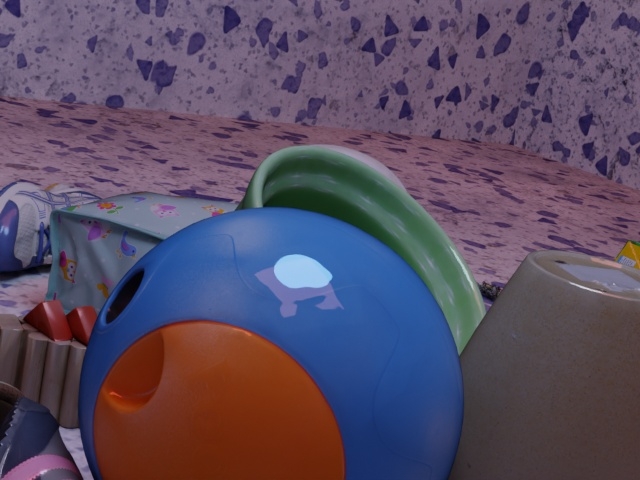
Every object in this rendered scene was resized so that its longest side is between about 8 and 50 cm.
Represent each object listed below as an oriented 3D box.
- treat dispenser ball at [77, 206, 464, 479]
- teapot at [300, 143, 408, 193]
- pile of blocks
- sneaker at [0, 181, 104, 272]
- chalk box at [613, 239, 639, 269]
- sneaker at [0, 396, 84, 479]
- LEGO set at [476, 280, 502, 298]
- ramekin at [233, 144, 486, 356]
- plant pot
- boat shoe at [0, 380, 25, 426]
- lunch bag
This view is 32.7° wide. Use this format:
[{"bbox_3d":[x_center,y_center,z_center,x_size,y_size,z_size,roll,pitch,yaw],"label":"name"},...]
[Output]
[{"bbox_3d":[-0.036,0.118,0.828,0.288,0.288,0.288,11,14,-3],"label":"treat dispenser ball"},{"bbox_3d":[0.000,0.000,1.557,0.256,0.187,0.252,34,48,16],"label":"teapot"},{"bbox_3d":[-0.281,0.098,1.067,0.362,0.112,0.149,14,14,7],"label":"pile of blocks"},{"bbox_3d":[-0.344,-0.018,1.467,0.131,0.112,0.296,15,15,10],"label":"sneaker"},{"bbox_3d":[0.481,0.119,1.496,0.213,0.132,0.132,39,-5,-38],"label":"chalk box"},{"bbox_3d":[-0.185,0.218,0.749,0.131,0.112,0.319,25,13,-18],"label":"sneaker"},{"bbox_3d":[0.277,0.084,1.773,0.054,0.023,0.083,20,3,23],"label":"LEGO set"},{"bbox_3d":[0.016,0.061,1.147,0.303,0.148,0.303,29,35,-23],"label":"ramekin"},{"bbox_3d":[0.200,0.156,0.909,0.256,0.274,0.256,11,14,-3],"label":"plant pot"},{"bbox_3d":[-0.368,0.141,0.874,0.257,0.095,0.095,1,12,-36],"label":"boat shoe"},{"bbox_3d":[-0.164,0.032,1.329,0.262,0.160,0.223,10,12,17],"label":"lunch bag"}]
